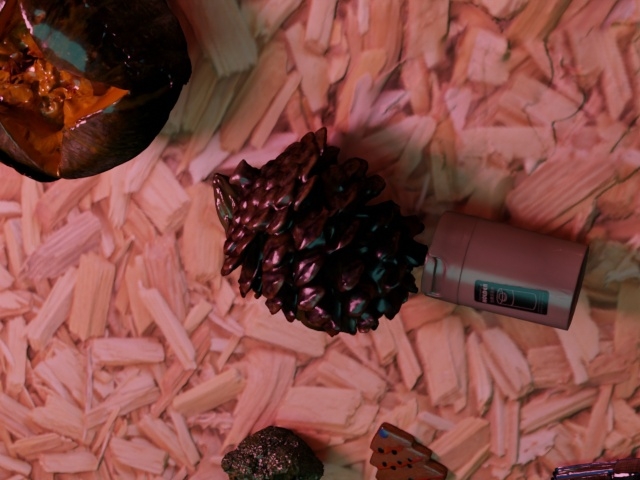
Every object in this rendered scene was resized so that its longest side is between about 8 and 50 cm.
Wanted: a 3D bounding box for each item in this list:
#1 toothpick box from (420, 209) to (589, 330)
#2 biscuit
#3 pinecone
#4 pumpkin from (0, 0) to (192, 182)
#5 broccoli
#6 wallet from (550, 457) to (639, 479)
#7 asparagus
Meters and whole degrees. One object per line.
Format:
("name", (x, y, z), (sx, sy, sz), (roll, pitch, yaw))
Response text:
("toothpick box", (0.221, 0.035, 1.799), (0.181, 0.111, 0.111), (14, 130, 13))
("biscuit", (0.113, 0.312, 2.127), (0.119, 0.019, 0.130), (-14, 118, 33))
("pinecone", (0.000, 0.000, 1.810), (0.272, 0.224, 0.224), (43, 131, -15))
("pumpkin", (-0.313, -0.224, 1.798), (0.320, 0.192, 0.320), (13, 132, 15))
("broccoli", (-0.067, 0.339, 2.168), (0.146, 0.138, 0.162), (2, 166, 12))
("wallet", (0.430, 0.340, 1.983), (0.230, 0.042, 0.124), (-11, 122, 34))
("asparagus", (-0.059, 0.028, 1.951), (0.080, 0.080, 0.287), (-19, 115, 35))
